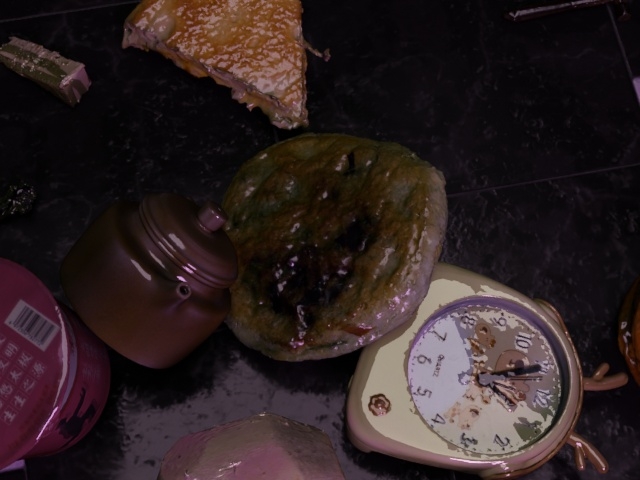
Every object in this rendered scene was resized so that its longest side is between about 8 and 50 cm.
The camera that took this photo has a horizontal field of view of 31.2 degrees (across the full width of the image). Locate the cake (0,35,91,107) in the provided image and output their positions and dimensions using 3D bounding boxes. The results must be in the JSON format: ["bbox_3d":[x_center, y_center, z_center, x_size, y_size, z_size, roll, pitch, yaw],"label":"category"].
[{"bbox_3d":[-0.363,-0.224,1.508,0.140,0.055,0.051,26,70,27],"label":"cake"}]

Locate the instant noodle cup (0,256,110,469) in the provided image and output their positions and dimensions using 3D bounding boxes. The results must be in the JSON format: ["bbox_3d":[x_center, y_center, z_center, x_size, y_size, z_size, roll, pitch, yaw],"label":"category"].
[{"bbox_3d":[-0.348,0.146,1.257,0.235,0.178,0.234,-3,77,12],"label":"instant noodle cup"}]

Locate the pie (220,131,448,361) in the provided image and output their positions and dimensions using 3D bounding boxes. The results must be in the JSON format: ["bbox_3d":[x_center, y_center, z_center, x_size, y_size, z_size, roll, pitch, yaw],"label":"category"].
[{"bbox_3d":[0.000,0.000,1.354,0.323,0.070,0.323,-13,58,22],"label":"pie"}]

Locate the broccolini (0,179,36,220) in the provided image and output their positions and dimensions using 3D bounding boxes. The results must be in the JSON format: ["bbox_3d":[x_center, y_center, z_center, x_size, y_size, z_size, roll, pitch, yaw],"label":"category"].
[{"bbox_3d":[-0.449,-0.008,1.419,0.218,0.044,0.042,-31,88,-7],"label":"broccolini"}]

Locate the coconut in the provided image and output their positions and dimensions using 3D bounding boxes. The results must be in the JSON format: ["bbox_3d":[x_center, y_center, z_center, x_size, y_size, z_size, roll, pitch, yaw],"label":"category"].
[{"bbox_3d":[-0.082,0.303,1.207,0.230,0.227,0.227,-15,70,-7],"label":"coconut"}]

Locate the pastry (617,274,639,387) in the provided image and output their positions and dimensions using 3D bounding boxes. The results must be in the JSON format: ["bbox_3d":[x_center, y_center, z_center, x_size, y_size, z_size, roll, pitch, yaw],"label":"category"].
[{"bbox_3d":[0.475,0.109,1.354,0.235,0.132,0.240,44,80,5],"label":"pastry"}]

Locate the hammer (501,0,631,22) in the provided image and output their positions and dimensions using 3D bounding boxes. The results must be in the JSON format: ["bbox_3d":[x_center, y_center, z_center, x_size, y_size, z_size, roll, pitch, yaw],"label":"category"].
[{"bbox_3d":[0.336,-0.318,1.565,0.178,0.021,0.065,-11,70,-5],"label":"hammer"}]

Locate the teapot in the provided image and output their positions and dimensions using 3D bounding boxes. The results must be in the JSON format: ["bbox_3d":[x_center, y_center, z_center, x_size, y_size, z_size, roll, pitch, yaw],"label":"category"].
[{"bbox_3d":[-0.173,0.020,1.311,0.175,0.267,0.185,-43,112,15],"label":"teapot"}]

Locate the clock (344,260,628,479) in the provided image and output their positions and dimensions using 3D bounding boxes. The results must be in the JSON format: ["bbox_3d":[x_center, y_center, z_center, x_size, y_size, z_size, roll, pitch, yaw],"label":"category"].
[{"bbox_3d":[0.193,0.168,1.330,0.308,0.096,0.235,18,68,5],"label":"clock"}]

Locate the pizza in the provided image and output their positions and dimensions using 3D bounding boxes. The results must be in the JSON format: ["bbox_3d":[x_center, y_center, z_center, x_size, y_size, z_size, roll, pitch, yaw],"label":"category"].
[{"bbox_3d":[-0.103,-0.251,1.504,0.280,0.075,0.287,-25,73,-7],"label":"pizza"}]
